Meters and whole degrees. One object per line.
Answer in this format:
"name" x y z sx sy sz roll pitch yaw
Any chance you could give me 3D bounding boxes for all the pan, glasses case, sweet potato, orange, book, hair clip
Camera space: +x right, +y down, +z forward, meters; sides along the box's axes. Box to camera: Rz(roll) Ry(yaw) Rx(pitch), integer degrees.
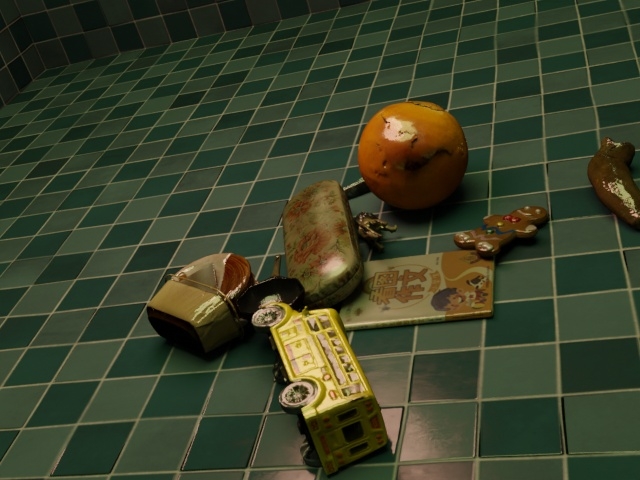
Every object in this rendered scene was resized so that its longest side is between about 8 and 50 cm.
"pan" -0.074 0.101 1.632 0.128 0.048 0.202 3 32 30
"glasses case" 0.000 0.000 1.803 0.156 0.098 0.425 -29 28 11
"sweet potato" 0.605 -0.122 1.712 0.112 0.085 0.286 -8 32 7
"orange" 0.205 -0.190 1.870 0.246 0.246 0.246 -13 31 8
"book" 0.188 0.093 1.644 0.295 0.020 0.208 -8 33 17
"hair clip" 0.051 -0.118 2.040 0.229 0.039 0.070 -19 32 -1

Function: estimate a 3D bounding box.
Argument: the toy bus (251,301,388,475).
"toy bus" -0.006 0.220 1.415 0.152 0.144 0.330 -21 32 -5

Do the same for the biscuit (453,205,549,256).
"biscuit" 0.373 -0.028 1.714 0.205 0.031 0.138 -23 23 -23

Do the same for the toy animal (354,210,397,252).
"toy animal" 0.117 -0.017 1.790 0.069 0.086 0.220 -61 7 3

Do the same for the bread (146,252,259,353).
"bread" -0.225 0.116 1.701 0.224 0.142 0.212 14 46 43
